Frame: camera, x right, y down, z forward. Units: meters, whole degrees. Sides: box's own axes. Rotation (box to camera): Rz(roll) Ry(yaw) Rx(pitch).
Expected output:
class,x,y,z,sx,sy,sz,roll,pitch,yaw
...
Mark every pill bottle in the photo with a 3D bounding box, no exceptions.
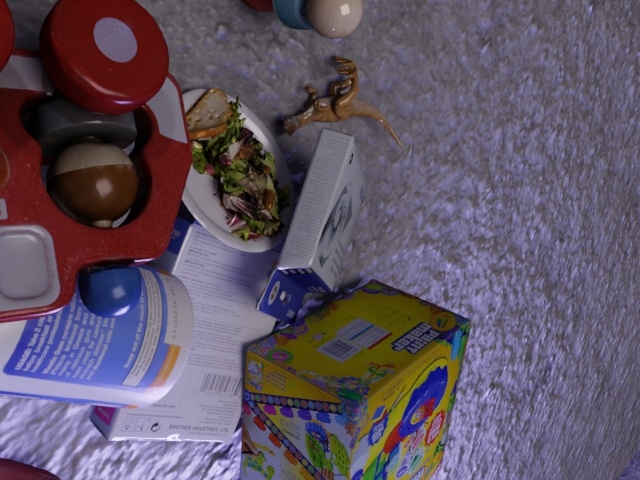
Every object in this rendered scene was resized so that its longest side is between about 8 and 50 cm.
class,x,y,z,sx,sy,sz,roll,pitch,yaw
pill bottle,-0.267,0.070,0.629,0.272,0.152,0.152,24,88,-47

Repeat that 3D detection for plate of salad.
class,x,y,z,sx,sy,sz,roll,pitch,yaw
plate of salad,-0.090,-0.084,0.759,0.200,0.048,0.200,31,48,-41

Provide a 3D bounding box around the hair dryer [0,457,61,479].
class,x,y,z,sx,sy,sz,roll,pitch,yaw
hair dryer,-0.361,0.326,0.685,0.223,0.080,0.293,-22,119,-37

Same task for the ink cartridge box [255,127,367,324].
class,x,y,z,sx,sy,sz,roll,pitch,yaw
ink cartridge box,0.000,0.000,0.851,0.223,0.045,0.224,53,56,-76

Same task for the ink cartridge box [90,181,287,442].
class,x,y,z,sx,sy,sz,roll,pitch,yaw
ink cartridge box,-0.140,0.093,0.829,0.186,0.065,0.311,21,92,-47

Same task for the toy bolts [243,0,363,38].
class,x,y,z,sx,sy,sz,roll,pitch,yaw
toy bolts,-0.048,-0.293,0.669,0.218,0.158,0.228,-38,143,-9

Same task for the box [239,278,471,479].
class,x,y,z,sx,sy,sz,roll,pitch,yaw
box,0.048,0.248,0.949,0.290,0.177,0.279,-24,127,-48

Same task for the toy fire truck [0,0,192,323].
class,x,y,z,sx,sy,sz,roll,pitch,yaw
toy fire truck,-0.239,-0.057,0.527,0.302,0.169,0.254,-3,80,-43

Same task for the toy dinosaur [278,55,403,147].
class,x,y,z,sx,sy,sz,roll,pitch,yaw
toy dinosaur,0.031,-0.183,0.907,0.211,0.064,0.112,-8,129,-33
